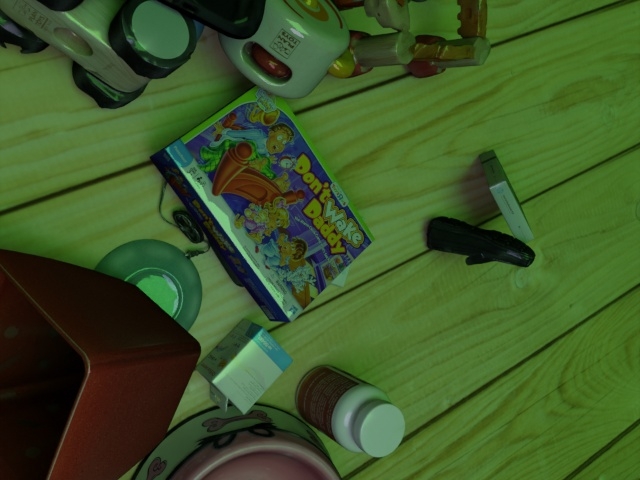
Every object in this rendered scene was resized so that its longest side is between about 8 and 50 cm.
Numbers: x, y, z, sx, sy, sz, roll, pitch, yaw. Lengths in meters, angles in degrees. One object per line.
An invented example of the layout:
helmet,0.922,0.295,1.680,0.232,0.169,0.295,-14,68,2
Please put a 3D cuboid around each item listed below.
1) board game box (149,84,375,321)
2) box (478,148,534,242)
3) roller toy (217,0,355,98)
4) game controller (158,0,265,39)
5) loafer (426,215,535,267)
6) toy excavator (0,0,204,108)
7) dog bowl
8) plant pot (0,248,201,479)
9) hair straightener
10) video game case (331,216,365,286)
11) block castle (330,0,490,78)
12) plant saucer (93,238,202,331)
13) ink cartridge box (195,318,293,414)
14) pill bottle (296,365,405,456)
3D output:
board game box,-0.087,-0.067,1.077,0.233,0.078,0.347,-43,108,-28
box,0.387,-0.095,1.320,0.038,0.186,0.145,-26,111,20
roller toy,-0.054,-0.341,1.023,0.191,0.146,0.209,-8,61,-49
game controller,-0.202,-0.390,0.818,0.319,0.067,0.166,18,79,-35
loafer,0.320,0.015,1.275,0.076,0.223,0.078,-24,127,-53
toy excavator,-0.323,-0.483,0.897,0.433,0.222,0.445,34,65,-29
dog bowl,-0.123,0.492,1.063,0.408,0.150,0.407,2,86,-23
plant pot,-0.331,0.184,0.870,0.236,0.267,0.267,1,118,-57
hair straightener,-0.197,-0.007,1.069,0.089,0.047,0.230,-44,114,-23
video game case,0.000,0.000,1.197,0.157,0.019,0.143,21,85,-29
block castle,0.141,-0.524,1.129,0.303,0.213,0.452,-14,107,-39
plant saucer,-0.284,0.095,1.040,0.195,0.037,0.194,-2,95,-28
ink cartridge box,-0.140,0.223,1.098,0.143,0.092,0.090,-46,113,-19
pill bottle,0.053,0.309,1.139,0.121,0.216,0.121,-2,95,-28
